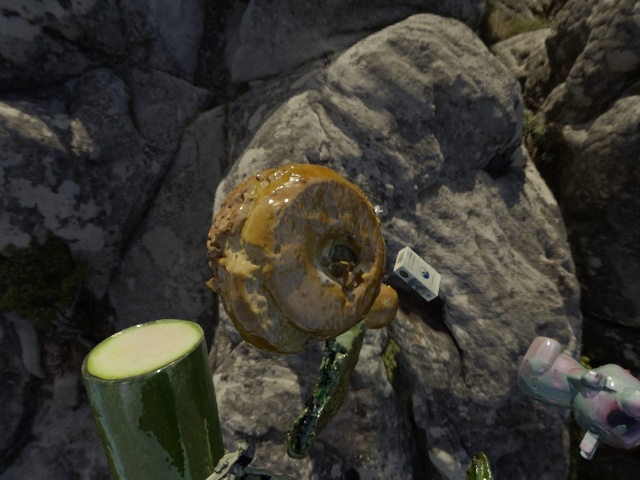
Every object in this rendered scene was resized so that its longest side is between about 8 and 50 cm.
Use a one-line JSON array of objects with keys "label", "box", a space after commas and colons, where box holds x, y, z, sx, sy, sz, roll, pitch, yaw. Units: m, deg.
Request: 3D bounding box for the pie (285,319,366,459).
[{"label": "pie", "box": [0.025, 0.364, 1.066, 0.078, 0.296, 0.370, 21, 79, 20]}]

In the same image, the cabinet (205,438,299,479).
[{"label": "cabinet", "box": [-0.127, 0.551, 0.678, 0.318, 0.227, 0.290, -43, 116, 6]}]

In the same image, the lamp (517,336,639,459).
[{"label": "lamp", "box": [0.670, 0.408, 1.073, 0.301, 0.247, 0.247, 22, 63, 43]}]

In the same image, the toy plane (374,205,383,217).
[{"label": "toy plane", "box": [0.208, -0.075, 1.738, 0.066, 0.162, 0.171, 12, 65, 52]}]

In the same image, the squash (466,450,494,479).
[{"label": "squash", "box": [0.237, 0.461, 0.552, 0.095, 0.094, 0.340, 2, 53, 12]}]

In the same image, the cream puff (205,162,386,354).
[{"label": "cream puff", "box": [-0.047, 0.030, 0.743, 0.231, 0.327, 0.342, 2, 57, 50]}]

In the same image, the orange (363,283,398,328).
[{"label": "orange", "box": [0.228, 0.294, 1.778, 0.237, 0.180, 0.158, -45, 55, 47]}]

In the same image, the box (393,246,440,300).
[{"label": "box", "box": [0.164, 0.056, 0.707, 0.083, 0.054, 0.024, 40, 130, -11]}]

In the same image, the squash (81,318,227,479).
[{"label": "squash", "box": [-0.375, 0.411, 0.983, 0.264, 0.263, 0.383, -1, 108, 12]}]

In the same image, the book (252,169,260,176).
[{"label": "book", "box": [-0.264, -0.108, 1.952, 0.039, 0.300, 0.427, -9, 105, -6]}]
